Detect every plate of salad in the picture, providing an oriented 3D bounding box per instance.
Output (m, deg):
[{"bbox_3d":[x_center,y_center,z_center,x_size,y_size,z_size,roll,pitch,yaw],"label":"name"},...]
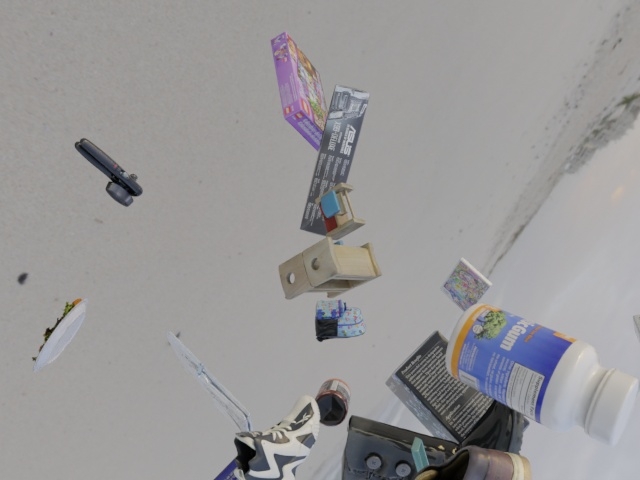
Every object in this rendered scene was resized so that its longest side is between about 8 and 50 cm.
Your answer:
[{"bbox_3d":[-0.633,0.223,1.170,0.200,0.048,0.200,-56,-171,14],"label":"plate of salad"}]

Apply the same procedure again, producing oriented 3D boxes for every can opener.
[{"bbox_3d":[-0.494,-0.166,1.139,0.186,0.059,0.073,56,32,-34],"label":"can opener"}]

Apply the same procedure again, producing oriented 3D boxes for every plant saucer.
[{"bbox_3d":[0.245,0.554,1.105,0.067,0.018,0.192,-11,86,-70],"label":"plant saucer"}]

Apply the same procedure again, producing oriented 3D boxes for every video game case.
[{"bbox_3d":[0.327,0.105,1.097,0.011,0.087,0.122,-30,153,-32],"label":"video game case"}]

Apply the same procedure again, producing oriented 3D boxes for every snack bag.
[{"bbox_3d":[-0.317,0.425,1.389,0.037,0.342,0.323,-41,160,-25],"label":"snack bag"}]

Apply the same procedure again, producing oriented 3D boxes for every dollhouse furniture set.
[{"bbox_3d":[0.000,0.000,0.879,0.128,0.184,0.129,-30,157,34],"label":"dollhouse furniture set"}]

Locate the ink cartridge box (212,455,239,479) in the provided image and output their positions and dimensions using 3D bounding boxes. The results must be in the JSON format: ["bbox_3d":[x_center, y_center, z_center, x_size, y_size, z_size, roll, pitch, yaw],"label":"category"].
[{"bbox_3d":[-0.274,0.639,1.132,0.303,0.072,0.307,-27,145,-58],"label":"ink cartridge box"}]

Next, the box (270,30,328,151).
[{"bbox_3d":[-0.048,-0.414,1.370,0.057,0.294,0.201,-22,152,22],"label":"box"}]

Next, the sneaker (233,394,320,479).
[{"bbox_3d":[-0.100,0.407,1.011,0.094,0.153,0.235,-17,-144,51],"label":"sneaker"}]

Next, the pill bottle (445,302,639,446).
[{"bbox_3d":[0.364,0.220,0.812,0.152,0.271,0.153,-19,118,-40],"label":"pill bottle"}]

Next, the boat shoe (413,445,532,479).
[{"bbox_3d":[0.165,0.355,0.659,0.285,0.092,0.103,-61,178,41],"label":"boat shoe"}]

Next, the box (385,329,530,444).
[{"bbox_3d":[0.439,0.541,1.634,0.212,0.395,0.294,-40,161,-14],"label":"box"}]

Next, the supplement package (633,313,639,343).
[{"bbox_3d":[0.852,0.262,1.091,0.149,0.194,0.203,39,39,-47],"label":"supplement package"}]

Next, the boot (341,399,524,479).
[{"bbox_3d":[0.290,0.546,1.324,0.146,0.444,0.368,-27,127,-75],"label":"boot"}]

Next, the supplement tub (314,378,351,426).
[{"bbox_3d":[0.040,0.489,1.489,0.106,0.106,0.198,-61,173,2],"label":"supplement tub"}]

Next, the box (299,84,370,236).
[{"bbox_3d":[0.030,-0.184,1.097,0.242,0.076,0.308,-85,-171,-77],"label":"box"}]

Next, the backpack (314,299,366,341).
[{"bbox_3d":[0.071,0.273,1.681,0.158,0.173,0.117,-60,147,-78],"label":"backpack"}]
